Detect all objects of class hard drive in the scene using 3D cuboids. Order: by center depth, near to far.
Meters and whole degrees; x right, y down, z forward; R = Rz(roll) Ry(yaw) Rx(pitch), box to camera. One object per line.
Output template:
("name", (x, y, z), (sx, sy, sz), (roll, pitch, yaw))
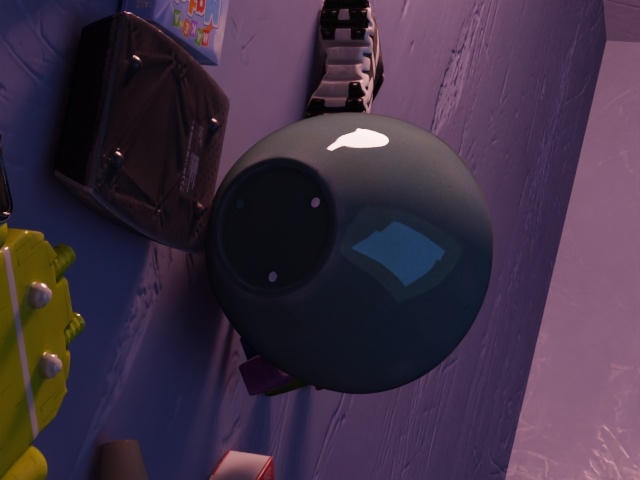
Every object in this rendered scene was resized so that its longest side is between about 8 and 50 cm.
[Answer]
("hard drive", (-0.154, -0.088, 1.338), (0.255, 0.054, 0.172), (35, 62, -70))

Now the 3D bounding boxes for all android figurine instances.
("android figurine", (-0.252, 0.094, 1.115), (0.273, 0.056, 0.248), (-47, 139, -57))

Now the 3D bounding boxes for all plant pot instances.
("plant pot", (0.000, 0.000, 1.491), (0.195, 0.290, 0.290), (18, 79, -62))

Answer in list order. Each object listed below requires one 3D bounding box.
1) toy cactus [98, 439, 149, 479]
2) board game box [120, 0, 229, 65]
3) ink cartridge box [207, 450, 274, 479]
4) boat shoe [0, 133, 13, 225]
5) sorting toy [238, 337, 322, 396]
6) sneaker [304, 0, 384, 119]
("toy cactus", (-0.178, 0.272, 1.357), (0.219, 0.112, 0.180), (36, 43, -66))
("board game box", (-0.121, -0.283, 1.396), (0.160, 0.039, 0.211), (25, 73, -71))
("ink cartridge box", (-0.088, 0.314, 1.656), (0.099, 0.056, 0.135), (-53, 144, -58))
("boat shoe", (-0.242, -0.074, 1.038), (0.142, 0.040, 0.049), (68, 29, -17))
("sorting toy", (-0.015, 0.105, 1.787), (0.365, 0.127, 0.126), (7, 60, -69))
("sneaker", (0.036, -0.179, 1.827), (0.106, 0.078, 0.234), (27, 68, -67))
